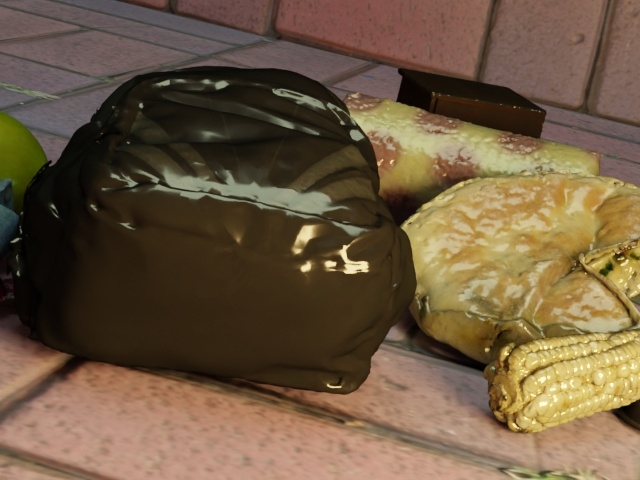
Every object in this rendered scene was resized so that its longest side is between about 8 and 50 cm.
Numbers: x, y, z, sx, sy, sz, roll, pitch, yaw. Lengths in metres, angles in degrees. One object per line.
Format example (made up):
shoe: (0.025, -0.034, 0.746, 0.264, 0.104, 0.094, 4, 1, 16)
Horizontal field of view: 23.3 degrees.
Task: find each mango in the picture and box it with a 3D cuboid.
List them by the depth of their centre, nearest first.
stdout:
mango: (-0.374, -0.067, 1.584, 0.185, 0.149, 0.273, -1, 10, -17)

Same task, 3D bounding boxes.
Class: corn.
corn: (0.246, 0.128, 1.441, 0.210, 0.087, 0.087, -3, 20, -33)

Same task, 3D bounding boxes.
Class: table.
table: (0.181, -0.113, 2.105, 0.172, 0.193, 0.169, 8, 15, -14)

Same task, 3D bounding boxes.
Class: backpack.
backpack: (-0.093, -0.028, 1.467, 0.363, 0.255, 0.446, 10, 29, -4)

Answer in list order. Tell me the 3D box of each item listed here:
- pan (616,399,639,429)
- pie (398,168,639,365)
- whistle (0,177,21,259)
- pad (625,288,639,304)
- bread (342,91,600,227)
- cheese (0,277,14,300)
pan: (0.374, 0.187, 1.453, 0.136, 0.028, 0.235, 4, 17, -24)
pie: (0.233, 0.021, 1.656, 0.337, 0.075, 0.337, -3, 36, 2)
whistle: (-0.323, 0.026, 1.333, 0.062, 0.062, 0.304, 14, 25, 6)
pad: (0.400, 0.040, 2.072, 0.159, 0.009, 0.265, 3, 17, -34)
bread: (0.166, -0.053, 1.892, 0.338, 0.187, 0.155, 13, 47, 9)
cheese: (-0.313, 0.042, 1.433, 0.145, 0.038, 0.095, 4, 18, -33)
